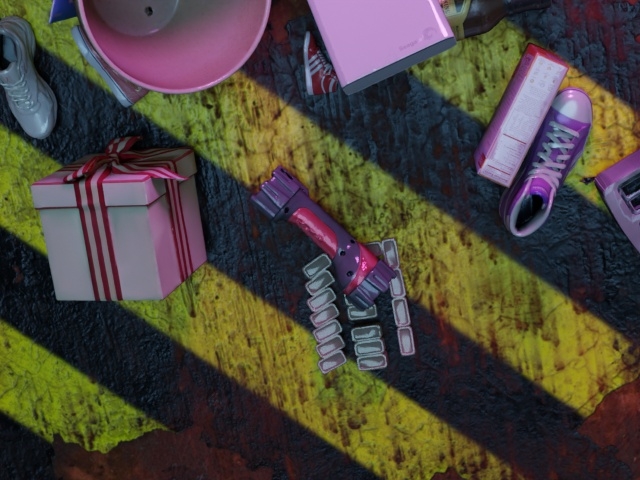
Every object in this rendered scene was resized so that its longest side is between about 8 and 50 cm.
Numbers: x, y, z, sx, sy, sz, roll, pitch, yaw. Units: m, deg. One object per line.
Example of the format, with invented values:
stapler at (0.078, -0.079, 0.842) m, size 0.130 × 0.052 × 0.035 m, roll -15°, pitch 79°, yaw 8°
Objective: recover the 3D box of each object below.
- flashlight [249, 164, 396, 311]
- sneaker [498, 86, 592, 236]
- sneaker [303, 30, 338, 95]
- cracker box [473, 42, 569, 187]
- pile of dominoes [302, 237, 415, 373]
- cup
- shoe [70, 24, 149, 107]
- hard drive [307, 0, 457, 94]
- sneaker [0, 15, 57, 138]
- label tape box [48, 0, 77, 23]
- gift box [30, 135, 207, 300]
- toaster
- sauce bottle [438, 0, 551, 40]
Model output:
flashlight at (0.000, 0.000, 2.007) m, size 0.304 × 0.103 × 0.103 m, roll 41°, pitch 105°, yaw -4°
sneaker at (0.412, -0.132, 1.906) m, size 0.102 × 0.161 × 0.282 m, roll 22°, pitch 106°, yaw 0°
sneaker at (0.004, -0.324, 1.949) m, size 0.067 × 0.042 × 0.118 m, roll -1°, pitch 114°, yaw 10°
cracker box at (0.350, -0.223, 1.886) m, size 0.067 × 0.156 × 0.232 m, roll 24°, pitch 108°, yaw -3°
pile of dominoes at (0.074, 0.129, 2.093) m, size 0.196 × 0.040 × 0.251 m, roll -9°, pitch 97°, yaw 9°
cup at (-0.282, -0.425, 1.819) m, size 0.331 × 0.237 × 0.331 m, roll -7°, pitch 105°, yaw -27°
shoe at (-0.377, -0.338, 1.974) m, size 0.081 × 0.063 × 0.178 m, roll -33°, pitch 106°, yaw 12°
hard drive at (0.082, -0.421, 1.823) m, size 0.203 × 0.040 × 0.308 m, roll -24°, pitch 67°, yaw 9°
sneaker at (-0.562, -0.293, 1.975) m, size 0.090 × 0.115 × 0.232 m, roll -15°, pitch 105°, yaw 10°
label tape box at (-0.445, -0.560, 1.814) m, size 0.115 × 0.249 × 0.348 m, roll 13°, pitch 107°, yaw 1°
gift box at (-0.340, -0.050, 1.960) m, size 0.276 × 0.255 × 0.258 m, roll -4°, pitch 108°, yaw 13°
toaster at (0.596, -0.078, 1.929) m, size 0.185 × 0.110 × 0.168 m, roll -32°, pitch 100°, yaw 14°
sauce bottle at (0.226, -0.402, 1.870) m, size 0.344 × 0.111 × 0.111 m, roll -14°, pitch 105°, yaw 5°
